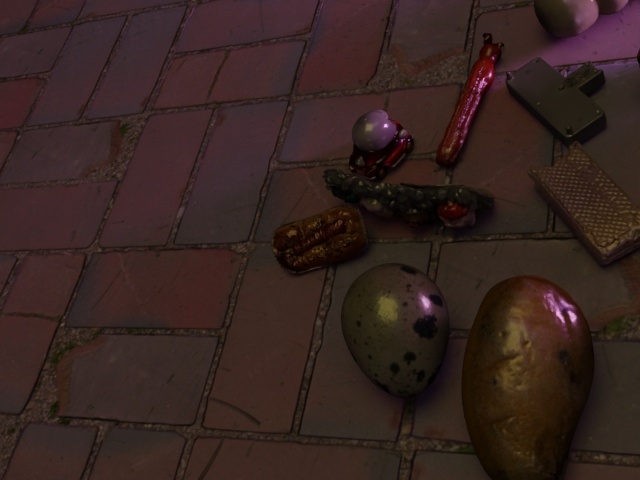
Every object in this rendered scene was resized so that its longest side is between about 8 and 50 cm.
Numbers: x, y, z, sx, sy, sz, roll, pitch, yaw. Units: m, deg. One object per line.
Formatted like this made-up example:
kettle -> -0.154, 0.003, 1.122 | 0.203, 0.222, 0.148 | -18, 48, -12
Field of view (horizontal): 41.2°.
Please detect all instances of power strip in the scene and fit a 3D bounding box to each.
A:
power strip -> 0.466, -0.285, 1.619 | 0.145, 0.061, 0.215 | -34, 50, 0

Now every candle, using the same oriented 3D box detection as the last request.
candle -> 0.303, -0.282, 1.707 | 0.051, 0.048, 0.329 | 1, 57, 42

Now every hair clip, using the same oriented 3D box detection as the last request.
hair clip -> 0.156, -0.071, 1.583 | 0.322, 0.138, 0.091 | 9, 91, 29

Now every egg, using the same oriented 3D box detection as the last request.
egg -> 0.125, 0.147, 1.394 | 0.177, 0.177, 0.228 | -17, 60, 14

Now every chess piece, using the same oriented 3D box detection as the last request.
chess piece -> 0.576, -0.533, 1.688 | 0.330, 0.182, 0.182 | -34, 49, 6

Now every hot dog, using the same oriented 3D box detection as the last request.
hot dog -> 0.000, 0.000, 1.621 | 0.191, 0.059, 0.108 | -18, 89, 17

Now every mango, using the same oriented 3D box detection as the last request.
mango -> 0.305, 0.215, 1.278 | 0.177, 0.176, 0.329 | 1, 73, 52

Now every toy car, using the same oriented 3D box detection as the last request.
toy car -> 0.106, -0.199, 1.695 | 0.112, 0.112, 0.139 | 22, 68, 35

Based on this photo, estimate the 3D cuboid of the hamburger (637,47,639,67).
hamburger -> 0.654, -0.379, 1.496 | 0.107, 0.231, 0.231 | 38, 77, 16

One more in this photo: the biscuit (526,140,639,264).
biscuit -> 0.463, -0.067, 1.463 | 0.108, 0.061, 0.238 | -30, 50, 1
